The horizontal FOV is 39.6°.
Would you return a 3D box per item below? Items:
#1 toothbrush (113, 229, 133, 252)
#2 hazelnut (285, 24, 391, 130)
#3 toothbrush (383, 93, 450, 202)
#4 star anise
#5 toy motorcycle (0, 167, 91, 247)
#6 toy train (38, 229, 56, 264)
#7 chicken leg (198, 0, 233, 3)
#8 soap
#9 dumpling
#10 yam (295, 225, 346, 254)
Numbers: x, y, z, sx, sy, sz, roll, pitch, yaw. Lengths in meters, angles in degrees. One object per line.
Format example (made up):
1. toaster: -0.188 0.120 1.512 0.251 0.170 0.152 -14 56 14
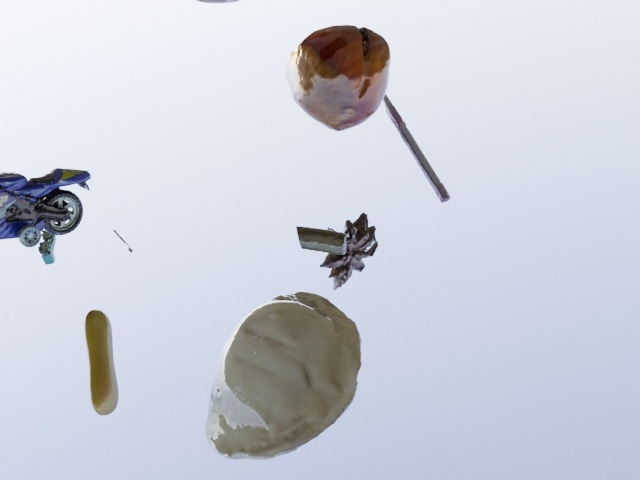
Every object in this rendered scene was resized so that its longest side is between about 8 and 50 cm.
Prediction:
1. toothbrush: -0.458 0.001 2.060 0.097 0.008 0.006 41 -179 40
2. hazelnut: 0.036 -0.266 1.471 0.182 0.182 0.182 6 -151 -3
3. toothbrush: 0.143 -0.218 1.670 0.024 0.029 0.354 -15 -111 -44
4. star anise: 0.064 0.031 2.050 0.065 0.195 0.182 31 -157 32
5. toy motorcycle: -0.583 -0.081 1.679 0.315 0.169 0.113 -8 -160 -42
6. toy train: -0.564 0.009 1.846 0.029 0.045 0.092 -14 -146 0
7. chicken leg: -0.061 -0.490 1.247 0.201 0.153 0.429 5 -127 54
8. soap: -0.184 0.102 0.747 0.012 0.089 0.034 -11 172 24
9. dumpling: -0.070 0.280 1.803 0.315 0.233 0.395 21 -116 45
10. yam: 0.000 0.000 1.570 0.094 0.043 0.043 7 -152 3
